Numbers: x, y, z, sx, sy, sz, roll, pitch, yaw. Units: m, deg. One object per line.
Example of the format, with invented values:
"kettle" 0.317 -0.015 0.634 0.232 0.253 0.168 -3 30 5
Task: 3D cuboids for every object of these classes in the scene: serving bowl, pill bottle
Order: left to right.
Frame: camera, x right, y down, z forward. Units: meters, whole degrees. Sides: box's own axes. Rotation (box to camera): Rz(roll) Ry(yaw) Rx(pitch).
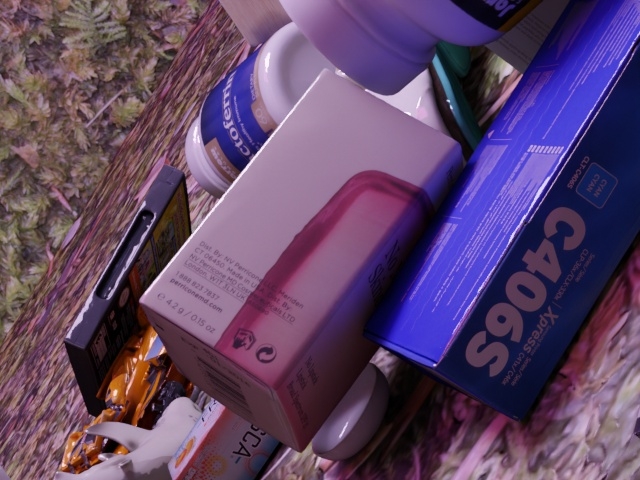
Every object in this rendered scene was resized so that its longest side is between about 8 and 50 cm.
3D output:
"pill bottle" -0.049 -0.138 1.682 0.265 0.153 0.153 -31 30 59
"serving bowl" 0.028 0.137 1.138 0.083 0.027 0.083 -49 17 21
"pill bottle" 0.125 -0.265 1.076 0.334 0.188 0.188 -42 20 24

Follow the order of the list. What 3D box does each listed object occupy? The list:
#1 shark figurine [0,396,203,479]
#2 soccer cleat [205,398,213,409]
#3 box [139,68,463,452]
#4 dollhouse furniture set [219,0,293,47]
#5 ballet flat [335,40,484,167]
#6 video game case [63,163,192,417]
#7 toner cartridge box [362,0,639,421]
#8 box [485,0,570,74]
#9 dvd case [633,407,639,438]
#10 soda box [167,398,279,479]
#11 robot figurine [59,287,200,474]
"shark figurine" -0.193 0.244 1.402 0.166 0.278 0.116 21 118 45
"soccer cleat" -0.065 0.098 1.435 0.068 0.076 0.196 -29 51 53
"box" -0.005 0.017 1.103 0.232 0.127 0.148 -52 -21 -17
"dollhouse furniture set" 0.003 -0.462 1.740 0.394 0.256 0.362 -32 15 9
"ballet flat" 0.069 -0.153 1.365 0.139 0.139 0.400 -49 20 25
"video game case" -0.229 0.071 1.806 0.275 0.035 0.248 95 -159 -65
"toner cartridge box" 0.170 -0.053 1.009 0.348 0.075 0.165 -57 16 -4
"box" 0.175 -0.200 1.234 0.087 0.101 0.102 -49 17 23
"dvd case" 0.250 -0.004 0.780 0.164 0.018 0.221 -33 27 52
"soda box" -0.059 0.149 1.307 0.183 0.063 0.058 -55 14 1
"robot figurine" -0.199 0.169 1.640 0.211 0.085 0.291 -38 24 51
